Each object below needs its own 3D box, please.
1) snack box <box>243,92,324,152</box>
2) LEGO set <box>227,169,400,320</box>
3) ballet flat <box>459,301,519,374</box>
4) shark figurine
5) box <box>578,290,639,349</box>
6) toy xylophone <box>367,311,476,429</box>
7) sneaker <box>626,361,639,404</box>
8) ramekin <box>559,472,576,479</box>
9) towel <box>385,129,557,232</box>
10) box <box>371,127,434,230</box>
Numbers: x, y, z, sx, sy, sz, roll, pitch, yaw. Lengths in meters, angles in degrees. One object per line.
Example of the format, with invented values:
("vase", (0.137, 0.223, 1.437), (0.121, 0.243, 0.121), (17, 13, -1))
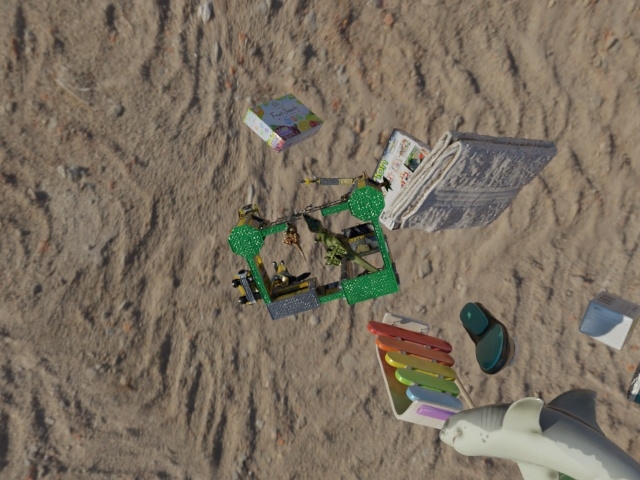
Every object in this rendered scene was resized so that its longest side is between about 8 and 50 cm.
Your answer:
("snack box", (-0.072, -0.241, 1.102), (0.100, 0.141, 0.037), (42, 132, 10))
("LEGO set", (0.000, 0.000, 1.019), (0.331, 0.192, 0.255), (-24, 109, 11))
("ballet flat", (0.396, 0.225, 1.229), (0.096, 0.280, 0.095), (32, 109, -9))
("shark figurine", (0.268, 0.205, 0.520), (0.278, 0.116, 0.166), (27, 135, 23))
("box", (0.693, 0.189, 1.292), (0.101, 0.102, 0.087), (-16, 124, -45))
("toy xylophone", (0.225, 0.278, 1.128), (0.236, 0.323, 0.081), (14, 113, -20))
("sneaker", (0.765, 0.252, 1.147), (0.275, 0.110, 0.107), (-42, 149, -3))
("ramekin", (0.497, 0.513, 0.906), (0.148, 0.303, 0.303), (-34, 108, -14))
("towel", (0.250, -0.091, 0.875), (0.282, 0.049, 0.187), (-5, 144, -37))
("box", (0.175, -0.140, 1.248), (0.036, 0.114, 0.207), (-9, 131, -47))
